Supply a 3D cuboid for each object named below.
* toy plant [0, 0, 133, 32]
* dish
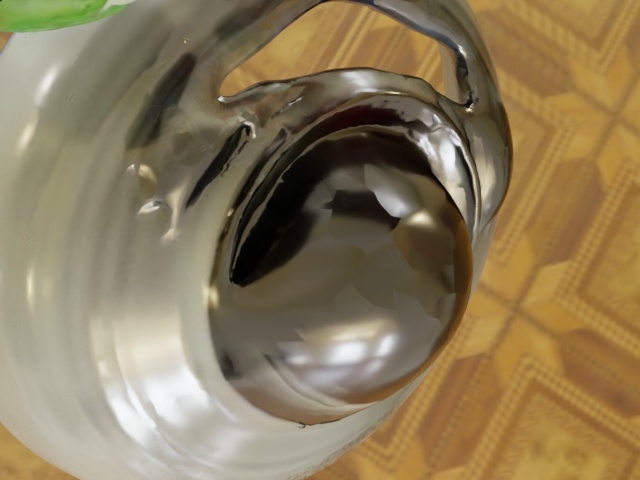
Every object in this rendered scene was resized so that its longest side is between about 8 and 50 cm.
[{"bbox_3d":[-0.138,-0.122,0.491,0.218,0.235,0.175,-6,82,-4],"label":"toy plant"},{"bbox_3d":[0.000,0.000,0.721,0.273,0.134,0.273,-20,121,-36],"label":"dish"}]
